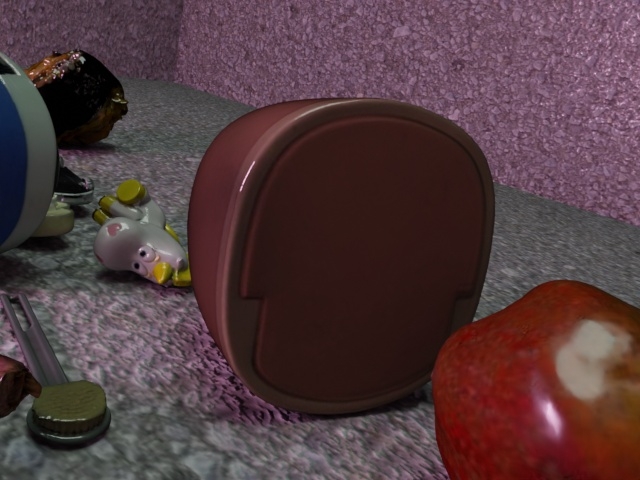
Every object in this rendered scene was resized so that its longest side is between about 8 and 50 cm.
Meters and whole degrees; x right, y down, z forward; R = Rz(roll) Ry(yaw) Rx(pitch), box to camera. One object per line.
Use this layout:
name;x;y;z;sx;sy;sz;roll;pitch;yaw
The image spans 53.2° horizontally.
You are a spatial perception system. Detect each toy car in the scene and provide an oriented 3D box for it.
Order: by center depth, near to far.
toy car;-0.433;-0.092;1.013;0.095;0.056;0.205;-5;27;-45

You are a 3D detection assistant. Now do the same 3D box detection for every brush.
brush;-0.253;0.097;0.574;0.062;0.027;0.266;0;21;-37

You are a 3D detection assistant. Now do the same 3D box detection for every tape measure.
tape measure;-0.424;-0.101;0.698;0.262;0.259;0.138;15;17;7

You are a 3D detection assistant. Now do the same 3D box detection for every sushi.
sushi;-0.537;-0.293;1.377;0.200;0.204;0.213;-2;44;32

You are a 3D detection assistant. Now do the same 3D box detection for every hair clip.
hair clip;-0.428;-0.051;0.856;0.219;0.071;0.159;21;21;22

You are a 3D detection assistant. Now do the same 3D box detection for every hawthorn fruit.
hawthorn fruit;0.189;0.154;0.451;0.208;0.208;0.248;9;33;-9

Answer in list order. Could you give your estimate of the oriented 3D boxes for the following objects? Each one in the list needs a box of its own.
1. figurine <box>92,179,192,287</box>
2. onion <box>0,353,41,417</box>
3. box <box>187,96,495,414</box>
figurine;-0.221;0.002;0.814;0.130;0.109;0.178;28;11;-30
onion;-0.281;0.094;0.377;0.218;0.139;0.195;8;21;-14
box;0.000;0.000;0.650;0.301;0.301;0.216;3;11;-28
